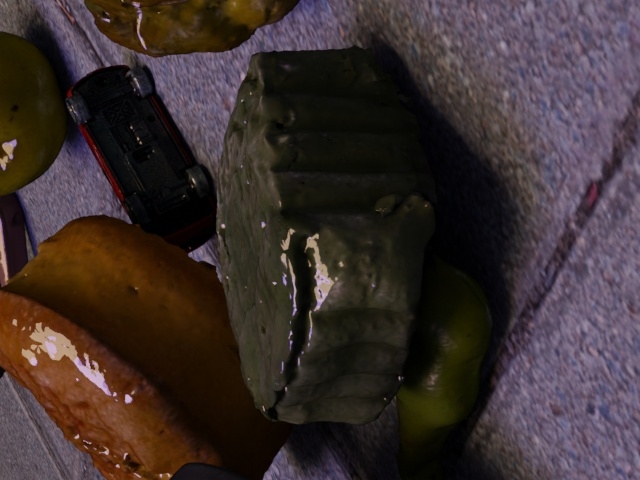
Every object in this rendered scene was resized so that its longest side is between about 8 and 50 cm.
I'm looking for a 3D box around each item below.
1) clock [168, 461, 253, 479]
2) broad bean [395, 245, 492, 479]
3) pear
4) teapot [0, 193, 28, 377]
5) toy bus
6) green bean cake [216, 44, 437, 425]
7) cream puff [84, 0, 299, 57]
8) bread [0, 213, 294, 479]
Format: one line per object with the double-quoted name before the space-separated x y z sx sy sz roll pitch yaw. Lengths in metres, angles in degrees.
"clock" 0.016 0.315 1.298 0.386 0.076 0.386 32 161 12
"broad bean" 0.096 0.120 1.208 0.098 0.056 0.318 21 140 31
"pear" -0.380 -0.142 1.810 0.198 0.198 0.198 46 148 40
"teapot" -0.562 0.037 2.271 0.376 0.305 0.361 5 111 32
"toy bus" -0.176 -0.077 1.571 0.195 0.081 0.089 58 164 18
"green bean cake" 0.000 0.000 1.137 0.222 0.125 0.227 107 156 -50
"cream puff" -0.115 -0.249 1.195 0.244 0.196 0.244 55 -177 -5
"bread" -0.134 0.127 1.464 0.179 0.194 0.340 -8 127 52
